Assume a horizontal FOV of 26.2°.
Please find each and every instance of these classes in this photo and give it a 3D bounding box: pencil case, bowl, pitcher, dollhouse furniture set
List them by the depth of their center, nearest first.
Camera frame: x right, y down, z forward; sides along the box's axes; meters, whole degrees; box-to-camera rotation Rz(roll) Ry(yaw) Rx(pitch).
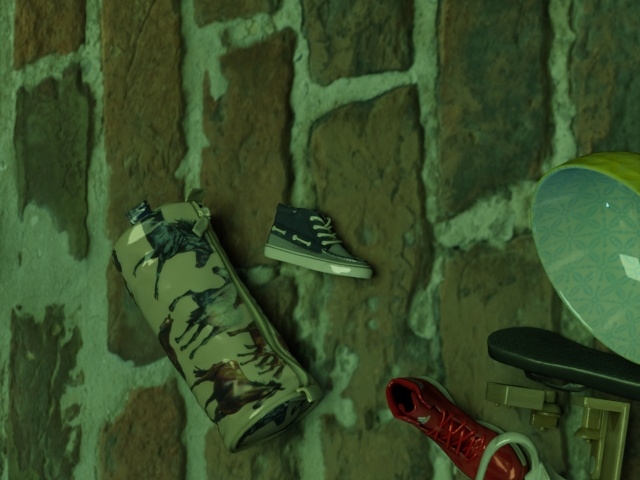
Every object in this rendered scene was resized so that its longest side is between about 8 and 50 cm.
[{"bbox_3d":[0.416,-0.002,1.707,0.156,0.289,0.289,-32,59,-24],"label":"bowl"},{"bbox_3d":[0.294,0.256,1.762,0.151,0.144,0.123,9,86,-5],"label":"dollhouse furniture set"},{"bbox_3d":[0.230,0.356,1.778,0.207,0.125,0.178,-38,98,16],"label":"pitcher"},{"bbox_3d":[-0.153,0.121,2.037,0.183,0.160,0.410,-51,60,30],"label":"pencil case"}]

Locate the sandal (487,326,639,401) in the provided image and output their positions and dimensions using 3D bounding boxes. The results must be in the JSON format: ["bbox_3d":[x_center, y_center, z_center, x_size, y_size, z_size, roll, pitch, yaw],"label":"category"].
[{"bbox_3d":[0.327,0.173,1.791,0.254,0.097,0.054,17,115,32],"label":"sandal"}]

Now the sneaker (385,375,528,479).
[{"bbox_3d":[0.169,0.262,1.842,0.221,0.128,0.087,35,99,30],"label":"sneaker"}]

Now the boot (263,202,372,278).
[{"bbox_3d":[0.000,0.000,2.018,0.190,0.069,0.086,14,92,33],"label":"boot"}]
